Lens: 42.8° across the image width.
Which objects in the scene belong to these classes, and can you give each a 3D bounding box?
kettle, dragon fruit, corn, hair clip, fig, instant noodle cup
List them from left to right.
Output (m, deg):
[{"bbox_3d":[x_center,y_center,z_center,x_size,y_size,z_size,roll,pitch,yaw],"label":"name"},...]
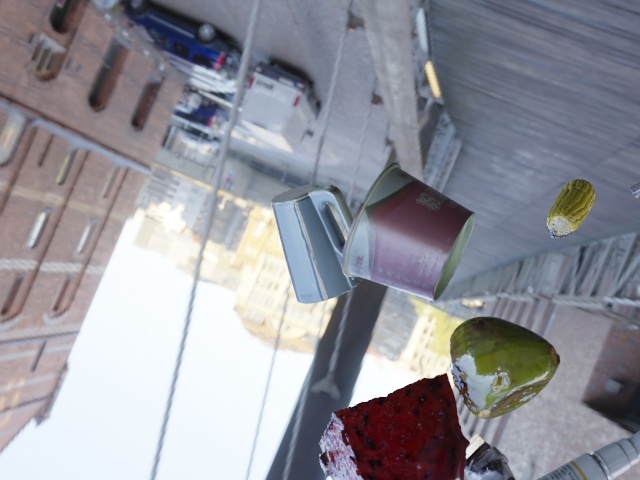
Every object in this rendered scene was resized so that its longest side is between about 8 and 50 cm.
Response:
[{"bbox_3d":[0.000,0.000,1.820,0.210,0.243,0.160,-3,-157,44],"label":"kettle"},{"bbox_3d":[0.105,0.427,1.475,0.240,0.302,0.330,22,-137,-32],"label":"dragon fruit"},{"bbox_3d":[0.169,-0.006,1.510,0.178,0.235,0.235,25,180,16],"label":"instant noodle cup"},{"bbox_3d":[0.341,0.465,1.701,0.101,0.085,0.331,41,178,11],"label":"hair clip"},{"bbox_3d":[0.277,0.193,1.244,0.165,0.154,0.144,-12,144,39],"label":"fig"},{"bbox_3d":[0.472,-0.061,1.544,0.072,0.072,0.203,22,-150,19],"label":"corn"}]

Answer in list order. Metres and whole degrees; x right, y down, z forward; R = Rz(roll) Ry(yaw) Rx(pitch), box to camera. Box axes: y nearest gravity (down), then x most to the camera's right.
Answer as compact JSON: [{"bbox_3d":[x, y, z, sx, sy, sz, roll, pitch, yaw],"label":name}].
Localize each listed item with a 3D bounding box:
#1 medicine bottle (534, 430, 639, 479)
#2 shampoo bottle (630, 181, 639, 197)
[{"bbox_3d":[0.422,0.373,1.301,0.061,0.220,0.092,62,175,15],"label":"medicine bottle"},{"bbox_3d":[0.796,-0.147,1.876,0.165,0.040,0.080,-29,171,34],"label":"shampoo bottle"}]
